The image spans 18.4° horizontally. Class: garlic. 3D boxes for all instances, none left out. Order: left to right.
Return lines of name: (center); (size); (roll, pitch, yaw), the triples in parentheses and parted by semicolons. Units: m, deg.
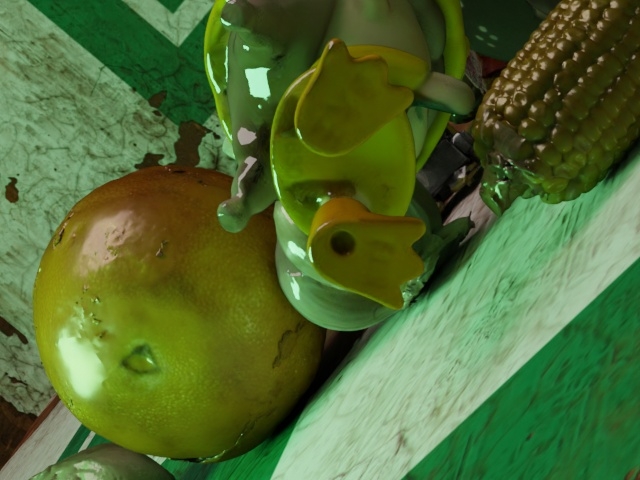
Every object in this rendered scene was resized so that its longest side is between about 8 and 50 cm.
garlic: (0.004, -0.014, 1.473); (0.131, 0.194, 0.127); (-60, 1, -27)

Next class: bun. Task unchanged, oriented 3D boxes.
bun: (-0.213, 0.248, 1.734); (0.173, 0.113, 0.166); (-49, 6, -12)

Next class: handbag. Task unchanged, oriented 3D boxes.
handbag: (0.144, -0.146, 1.845); (0.111, 0.047, 0.072); (-52, 6, -38)

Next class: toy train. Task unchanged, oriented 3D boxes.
toy train: (0.058, -0.018, 1.649); (0.202, 0.060, 0.081); (-47, 1, 15)

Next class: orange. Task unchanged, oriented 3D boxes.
orange: (-0.111, 0.056, 1.572); (0.240, 0.240, 0.240); (-49, 7, 8)

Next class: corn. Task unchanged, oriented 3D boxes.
corn: (0.183, -0.120, 1.232); (0.261, 0.097, 0.097); (-51, 7, -12)

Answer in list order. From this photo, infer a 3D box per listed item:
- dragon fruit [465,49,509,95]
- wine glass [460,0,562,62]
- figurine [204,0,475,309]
dragon fruit: (0.169, -0.173, 1.713); (0.102, 0.096, 0.147); (-40, -23, 5)
wine glass: (0.173, -0.243, 1.435); (0.238, 0.238, 0.323); (-50, 12, -1)
figurine: (0.015, -0.098, 1.285); (0.343, 0.187, 0.215); (-95, 16, -70)
